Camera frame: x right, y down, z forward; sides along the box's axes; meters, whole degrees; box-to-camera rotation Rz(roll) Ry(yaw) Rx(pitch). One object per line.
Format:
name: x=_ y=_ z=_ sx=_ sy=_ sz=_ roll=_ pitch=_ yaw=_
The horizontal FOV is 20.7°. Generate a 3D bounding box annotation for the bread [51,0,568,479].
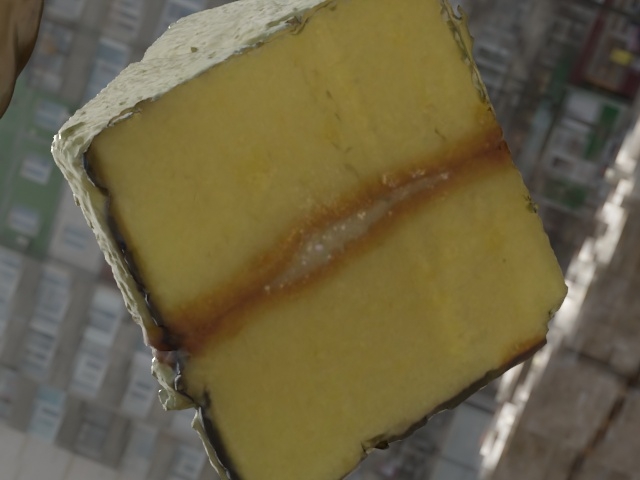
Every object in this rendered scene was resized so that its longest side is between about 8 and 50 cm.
bread: x=0.000 y=0.000 z=1.001 sx=0.236 sy=0.198 sz=0.263 roll=-48 pitch=-63 yaw=-52

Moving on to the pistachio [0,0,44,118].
pistachio: x=-0.200 y=-0.141 z=0.650 sx=0.181 sy=0.293 sz=0.162 roll=-39 pitch=-24 yaw=1
